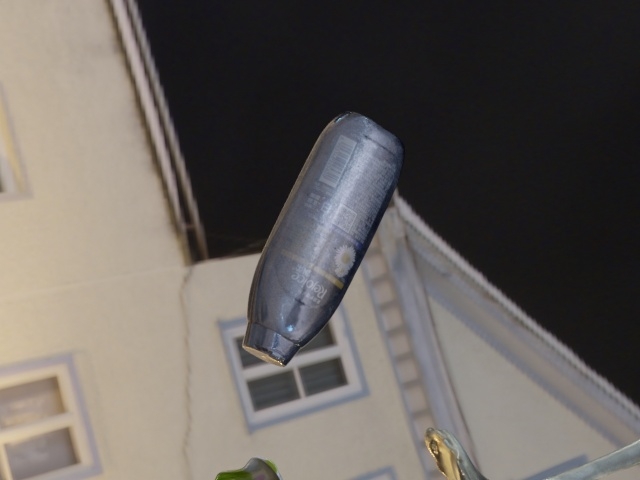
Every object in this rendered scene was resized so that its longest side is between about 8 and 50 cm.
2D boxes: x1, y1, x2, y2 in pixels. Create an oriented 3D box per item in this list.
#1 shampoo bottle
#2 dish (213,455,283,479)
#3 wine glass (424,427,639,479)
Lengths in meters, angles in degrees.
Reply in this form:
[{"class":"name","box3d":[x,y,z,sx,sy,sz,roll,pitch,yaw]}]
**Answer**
[{"class":"shampoo bottle","box3d":[0.000,0.000,1.025,0.234,0.087,0.049,-65,-160,-14]},{"class":"dish","box3d":[-0.093,0.333,1.530,0.091,0.039,0.137,45,-63,8]},{"class":"wine glass","box3d":[0.190,0.123,0.678,0.156,0.232,0.156,159,-90,-85]}]
